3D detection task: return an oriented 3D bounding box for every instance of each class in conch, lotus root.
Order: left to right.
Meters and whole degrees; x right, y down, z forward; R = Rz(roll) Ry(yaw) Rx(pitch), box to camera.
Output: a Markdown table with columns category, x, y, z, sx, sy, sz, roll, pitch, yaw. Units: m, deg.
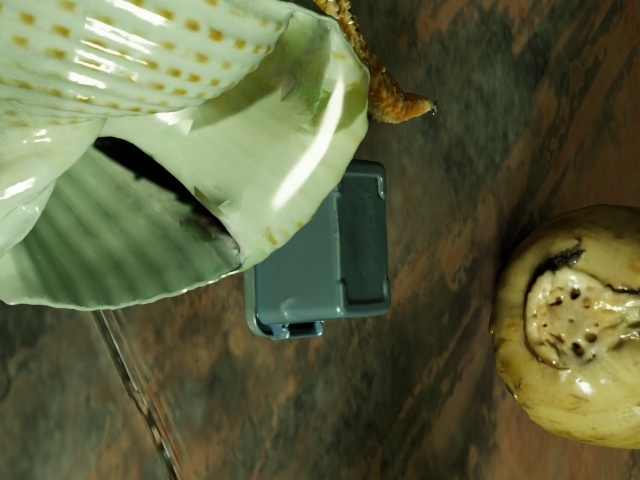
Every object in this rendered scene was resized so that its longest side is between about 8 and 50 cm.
| category | x | y | z | sx | sy | sz | roll | pitch | yaw |
| --- | --- | --- | --- | --- | --- | --- | --- | --- | --- |
| conch | -0.081 | -0.074 | 0.700 | 0.172 | 0.200 | 0.131 | 25 | 33 | -45 |
| lotus root | 0.214 | 0.060 | 1.198 | 0.284 | 0.146 | 0.160 | 13 | 92 | -62 |

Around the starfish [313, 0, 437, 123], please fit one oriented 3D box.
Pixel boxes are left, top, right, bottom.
| category | x | y | z | sx | sy | sz | roll | pitch | yaw |
| --- | --- | --- | --- | --- | --- | --- | --- | --- | --- |
| starfish | -0.007 | -0.198 | 0.890 | 0.301 | 0.084 | 0.294 | -11 | 99 | -56 |

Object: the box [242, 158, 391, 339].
| category | x | y | z | sx | sy | sz | roll | pitch | yaw |
| --- | --- | --- | --- | --- | --- | --- | --- | --- | --- |
| box | 0.000 | 0.000 | 0.913 | 0.074 | 0.054 | 0.099 | 0 | 87 | -62 |
